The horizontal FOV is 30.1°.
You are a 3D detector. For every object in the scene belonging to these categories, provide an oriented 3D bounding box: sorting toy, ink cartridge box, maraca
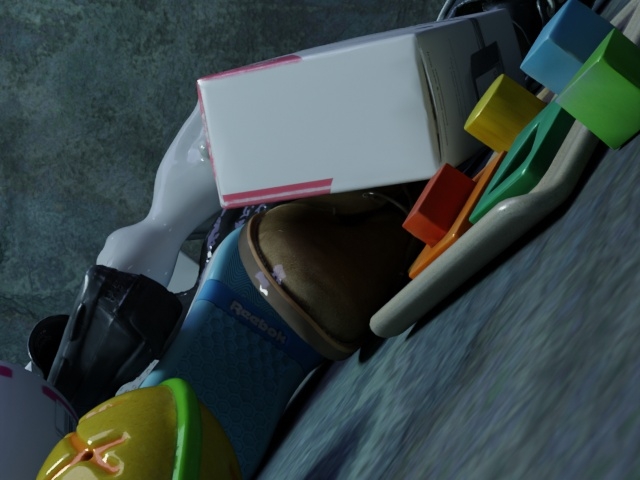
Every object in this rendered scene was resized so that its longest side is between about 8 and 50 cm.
[{"bbox_3d":[0.099,-0.052,0.602,0.196,0.047,0.348,-52,1,-29],"label":"sorting toy"},{"bbox_3d":[0.038,-0.095,0.820,0.158,0.092,0.218,-7,9,25],"label":"ink cartridge box"},{"bbox_3d":[-0.089,0.151,0.541,0.127,0.099,0.186,136,149,-55],"label":"maraca"}]

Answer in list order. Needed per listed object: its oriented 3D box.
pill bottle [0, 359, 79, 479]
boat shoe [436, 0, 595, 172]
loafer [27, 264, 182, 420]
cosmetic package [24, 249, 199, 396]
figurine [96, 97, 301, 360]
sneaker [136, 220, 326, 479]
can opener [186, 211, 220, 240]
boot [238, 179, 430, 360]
[{"bbox_3d":[-0.218,0.200,0.712,0.160,0.160,0.283,-51,22,9],"label":"pill bottle"},{"bbox_3d":[0.157,-0.175,0.993,0.303,0.114,0.091,-63,-1,7],"label":"boat shoe"},{"bbox_3d":[-0.177,0.086,0.869,0.223,0.078,0.076,-46,13,45],"label":"loafer"},{"bbox_3d":[-0.259,0.234,1.378,0.453,0.230,0.161,-51,0,-22],"label":"cosmetic package"},{"bbox_3d":[-0.096,0.002,0.989,0.209,0.092,0.215,-56,-25,-16],"label":"figurine"},{"bbox_3d":[-0.091,0.117,0.945,0.208,0.127,0.319,-49,2,44],"label":"sneaker"},{"bbox_3d":[-0.024,-0.048,1.175,0.280,0.093,0.074,-9,-10,-3],"label":"can opener"},{"bbox_3d":[0.031,-0.009,0.832,0.115,0.112,0.305,-40,2,18],"label":"boot"}]
